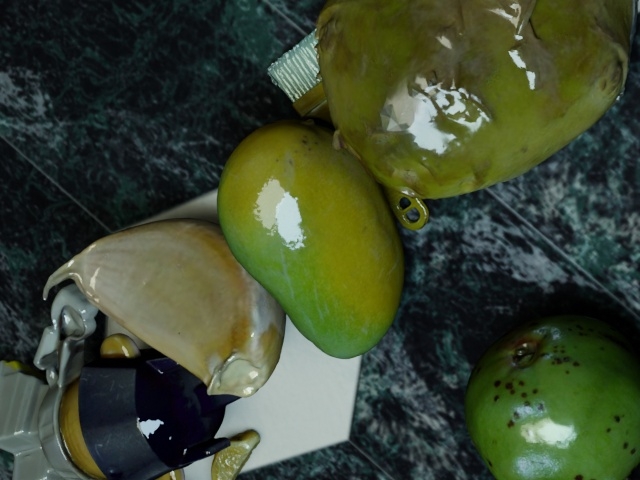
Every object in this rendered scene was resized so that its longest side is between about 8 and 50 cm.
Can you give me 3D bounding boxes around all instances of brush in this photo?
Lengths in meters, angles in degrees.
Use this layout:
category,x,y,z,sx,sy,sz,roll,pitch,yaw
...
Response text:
category,x,y,z,sx,sy,sz,roll,pitch,yaw
brush,0.038,-0.101,1.704,0.082,0.010,0.218,-34,95,32

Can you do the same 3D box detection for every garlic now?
category,x,y,z,sx,sy,sz,roll,pitch,yaw
garlic,-0.139,0.059,1.770,0.245,0.164,0.145,25,137,21

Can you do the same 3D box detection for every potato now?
category,x,y,z,sx,sy,sz,roll,pitch,yaw
potato,0.132,-0.163,1.526,0.246,0.196,0.299,46,121,0

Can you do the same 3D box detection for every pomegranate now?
category,x,y,z,sx,sy,sz,roll,pitch,yaw
pomegranate,0.235,0.180,1.645,0.181,0.181,0.224,-5,130,28

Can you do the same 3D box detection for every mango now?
category,x,y,z,sx,sy,sz,roll,pitch,yaw
mango,0.000,0.000,1.687,0.156,0.114,0.251,-33,106,-7

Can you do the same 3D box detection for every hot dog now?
category,x,y,z,sx,sy,sz,roll,pitch,yaw
hot dog,-0.098,0.237,1.902,0.034,0.030,0.090,38,122,9

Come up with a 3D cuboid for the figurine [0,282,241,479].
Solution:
category,x,y,z,sx,sy,sz,roll,pitch,yaw
figurine,-0.221,0.197,1.882,0.308,0.143,0.308,16,136,16
